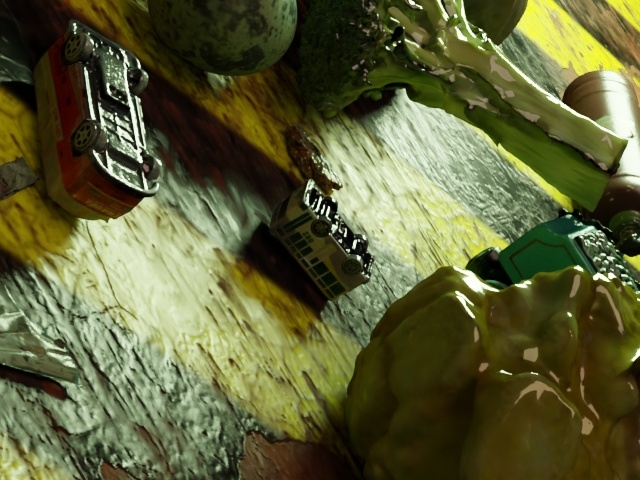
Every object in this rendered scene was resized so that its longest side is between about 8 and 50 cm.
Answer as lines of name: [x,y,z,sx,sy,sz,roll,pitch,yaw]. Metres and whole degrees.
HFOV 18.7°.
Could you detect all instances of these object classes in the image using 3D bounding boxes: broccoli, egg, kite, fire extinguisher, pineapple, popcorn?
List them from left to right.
kite: [-0.282,-0.017,1.386,0.335,0.011,0.314,52,26,-5]
egg: [-0.088,-0.220,1.820,0.172,0.132,0.132,34,30,-56]
pineapple: [-0.008,-0.078,1.907,0.083,0.019,0.045,54,23,-7]
broccoli: [0.157,-0.177,2.005,0.361,0.221,0.252,27,22,-20]
popcorn: [0.178,0.167,1.699,0.334,0.293,0.292,9,84,-22]
fire extinguisher: [0.382,-0.088,2.437,0.102,0.138,0.344,24,35,-21]

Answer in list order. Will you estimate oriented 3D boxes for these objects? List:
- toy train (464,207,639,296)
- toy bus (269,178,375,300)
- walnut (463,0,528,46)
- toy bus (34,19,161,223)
toy train: [0.245,0.078,1.976,0.203,0.163,0.112,57,27,7]
toy bus: [0.000,0.000,1.781,0.102,0.058,0.052,50,25,-18]
walnut: [0.137,-0.303,2.198,0.224,0.224,0.224,39,29,-27]
toy bus: [-0.184,-0.090,1.561,0.079,0.077,0.174,30,35,-40]
